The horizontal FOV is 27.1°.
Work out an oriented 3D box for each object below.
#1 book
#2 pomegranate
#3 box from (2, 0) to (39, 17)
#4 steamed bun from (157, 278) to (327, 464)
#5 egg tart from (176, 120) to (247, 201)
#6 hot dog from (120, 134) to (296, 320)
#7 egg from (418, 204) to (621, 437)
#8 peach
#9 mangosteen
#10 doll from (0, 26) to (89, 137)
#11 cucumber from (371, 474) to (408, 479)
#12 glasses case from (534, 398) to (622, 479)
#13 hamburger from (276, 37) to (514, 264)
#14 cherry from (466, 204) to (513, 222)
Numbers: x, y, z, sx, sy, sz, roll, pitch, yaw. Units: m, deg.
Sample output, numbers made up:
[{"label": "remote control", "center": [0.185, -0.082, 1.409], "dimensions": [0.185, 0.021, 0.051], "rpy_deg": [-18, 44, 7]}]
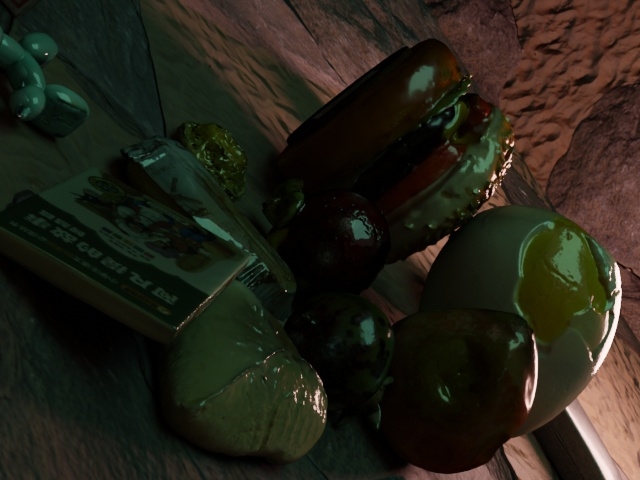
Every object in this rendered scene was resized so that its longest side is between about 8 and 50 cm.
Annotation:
[{"label": "book", "center": [-0.191, 0.007, 1.309], "dimensions": [0.202, 0.027, 0.264], "rpy_deg": [30, 18, 4]}, {"label": "pomegranate", "center": [0.018, 0.143, 1.560], "dimensions": [0.148, 0.148, 0.169], "rpy_deg": [-105, -173, -48]}, {"label": "box", "center": [-0.372, -0.451, 1.511], "dimensions": [0.330, 0.210, 0.095], "rpy_deg": [49, 19, -15]}, {"label": "steamed bun", "center": [-0.069, 0.133, 1.383], "dimensions": [0.212, 0.110, 0.231], "rpy_deg": [41, 25, -34]}, {"label": "egg tart", "center": [-0.134, -0.109, 1.742], "dimensions": [0.130, 0.052, 0.130], "rpy_deg": [49, 17, -20]}, {"label": "hot dog", "center": [-0.132, -0.012, 1.534], "dimensions": [0.270, 0.082, 0.162], "rpy_deg": [50, 8, 13]}, {"label": "egg", "center": [0.276, 0.120, 1.921], "dimensions": [0.283, 0.345, 0.283], "rpy_deg": [22, 4, -1]}, {"label": "peach", "center": [0.175, 0.176, 1.708], "dimensions": [0.214, 0.235, 0.214], "rpy_deg": [46, 10, -11]}, {"label": "mangosteen", "center": [0.000, 0.000, 1.735], "dimensions": [0.180, 0.166, 0.166], "rpy_deg": [27, 20, 1]}, {"label": "doll", "center": [-0.327, -0.188, 1.396], "dimensions": [0.159, 0.059, 0.158], "rpy_deg": [60, 19, 14]}, {"label": "cucumber", "center": [0.086, 0.323, 1.494], "dimensions": [0.064, 0.064, 0.112], "rpy_deg": [27, 35, -54]}, {"label": "glasses case", "center": [0.409, 0.303, 2.299], "dimensions": [0.323, 0.074, 0.131], "rpy_deg": [61, 18, 22]}, {"label": "hamburger", "center": [0.118, -0.126, 1.970], "dimensions": [0.250, 0.330, 0.330], "rpy_deg": [52, 18, -7]}, {"label": "cherry", "center": [0.310, 0.070, 2.189], "dimensions": [0.221, 0.307, 0.261], "rpy_deg": [-44, 113, -30]}]
